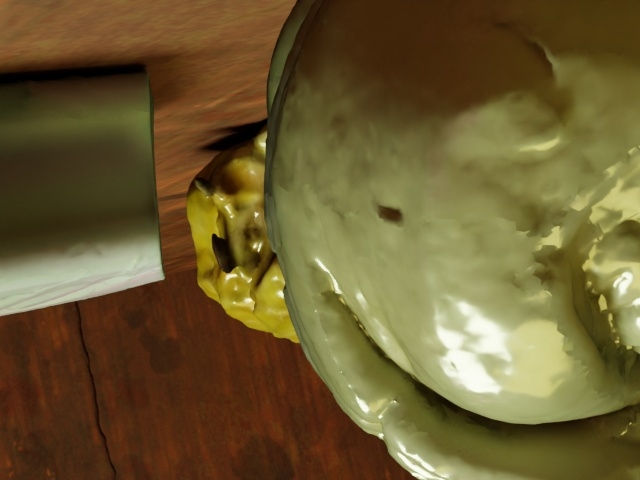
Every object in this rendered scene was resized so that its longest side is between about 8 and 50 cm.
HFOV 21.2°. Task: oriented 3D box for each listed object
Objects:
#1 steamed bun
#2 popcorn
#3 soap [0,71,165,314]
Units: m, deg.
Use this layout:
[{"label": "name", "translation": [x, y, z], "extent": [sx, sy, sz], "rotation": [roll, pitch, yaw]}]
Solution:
[{"label": "steamed bun", "translation": [0.075, -0.025, 0.726], "extent": [0.206, 0.275, 0.320], "rotation": [-1, 143, 12]}, {"label": "popcorn", "translation": [0.004, -0.002, 1.321], "extent": [0.191, 0.190, 0.253], "rotation": [-19, 174, -13]}, {"label": "soap", "translation": [-0.227, -0.009, 0.932], "extent": [0.347, 0.115, 0.208], "rotation": [-10, 176, -41]}]
